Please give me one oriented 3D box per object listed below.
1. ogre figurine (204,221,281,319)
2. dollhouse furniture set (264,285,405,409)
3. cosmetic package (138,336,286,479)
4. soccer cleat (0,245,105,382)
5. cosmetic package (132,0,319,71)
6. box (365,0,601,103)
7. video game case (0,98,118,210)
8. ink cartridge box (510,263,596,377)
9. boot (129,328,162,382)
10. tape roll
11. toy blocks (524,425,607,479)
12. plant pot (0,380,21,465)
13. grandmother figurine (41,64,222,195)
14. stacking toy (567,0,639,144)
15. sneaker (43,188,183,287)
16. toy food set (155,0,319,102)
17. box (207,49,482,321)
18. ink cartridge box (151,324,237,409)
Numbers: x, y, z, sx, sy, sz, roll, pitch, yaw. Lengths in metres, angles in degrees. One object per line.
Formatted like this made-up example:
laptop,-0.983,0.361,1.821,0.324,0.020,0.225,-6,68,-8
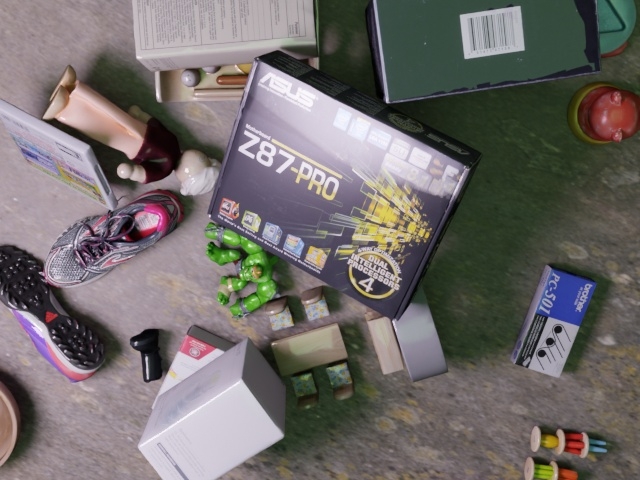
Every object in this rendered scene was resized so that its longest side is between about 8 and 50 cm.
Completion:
ogre figurine,-0.149,0.053,1.609,0.118,0.097,0.197,-11,85,21
dollhouse furniture set,0.028,0.205,1.596,0.242,0.161,0.212,-17,100,4
cosmetic package,-0.190,0.320,1.516,0.225,0.224,0.138,-33,101,5
soccer cleat,-0.560,0.151,1.632,0.318,0.108,0.116,47,134,1
cosmetic package,-0.162,-0.392,1.434,0.309,0.113,0.160,-3,89,1
box,0.258,-0.348,1.409,0.343,0.312,0.179,-8,100,2
video game case,-0.479,-0.154,1.503,0.212,0.193,0.023,27,66,16
ink cartridge box,0.461,0.160,1.639,0.097,0.046,0.207,17,101,-3
boot,-0.343,0.233,1.632,0.045,0.121,0.099,-2,95,4
tape roll,0.174,0.153,1.554,0.072,0.219,0.219,-17,100,4
toy blocks,0.504,0.449,1.690,0.148,0.054,0.123,8,100,-1
plant pot,-0.711,0.352,1.664,0.237,0.110,0.237,0,100,1
grandmother figurine,-0.331,-0.181,1.517,0.342,0.208,0.104,28,136,-25
stacking toy,0.581,-0.342,1.497,0.279,0.130,0.309,-16,101,4
sneaker,-0.411,-0.005,1.589,0.299,0.112,0.121,-31,100,8
toy food set,-0.154,-0.369,1.523,0.306,0.092,0.219,-1,101,1
box,0.028,-0.090,1.384,0.395,0.097,0.318,30,120,12
ink cartridge box,-0.244,0.280,1.660,0.127,0.072,0.175,26,100,-5
